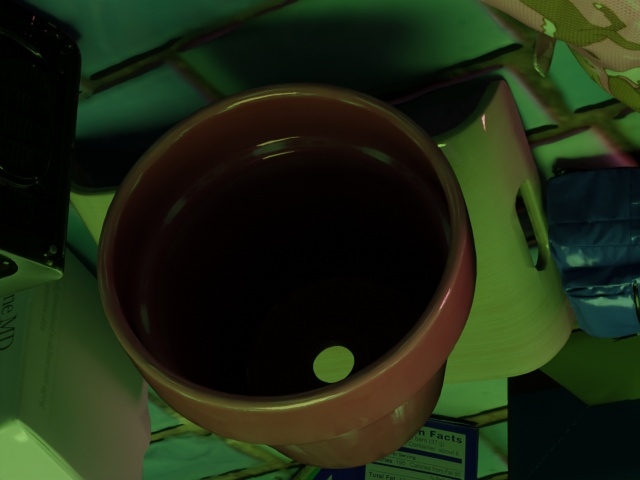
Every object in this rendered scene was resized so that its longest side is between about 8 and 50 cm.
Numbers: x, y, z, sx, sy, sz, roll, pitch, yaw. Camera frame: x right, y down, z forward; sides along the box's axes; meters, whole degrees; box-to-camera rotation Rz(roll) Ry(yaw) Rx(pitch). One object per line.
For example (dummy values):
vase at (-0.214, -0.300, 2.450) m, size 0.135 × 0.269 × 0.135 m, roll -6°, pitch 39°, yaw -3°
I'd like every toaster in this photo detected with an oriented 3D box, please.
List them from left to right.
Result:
toaster at (-0.230, -0.069, 0.887) m, size 0.110 × 0.186 × 0.168 m, roll -22°, pitch 147°, yaw 40°

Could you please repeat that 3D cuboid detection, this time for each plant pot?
plant pot at (-0.004, 0.039, 0.902) m, size 0.201 × 0.201 × 0.180 m, roll -3°, pitch 151°, yaw 13°

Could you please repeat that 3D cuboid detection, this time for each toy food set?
toy food set at (0.000, 0.000, 1.054) m, size 0.306 × 0.092 × 0.220 m, roll -8°, pitch 134°, yaw 17°

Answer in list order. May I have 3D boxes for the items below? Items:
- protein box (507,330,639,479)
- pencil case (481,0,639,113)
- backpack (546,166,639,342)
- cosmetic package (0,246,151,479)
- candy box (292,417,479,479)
protein box at (0.274, 0.165, 1.216) m, size 0.199 × 0.136 × 0.201 m, roll -14°, pitch 144°, yaw 27°
pencil case at (0.044, -0.184, 0.674) m, size 0.386 × 0.160 × 0.167 m, roll 22°, pitch 113°, yaw -26°
backpack at (0.214, 0.008, 1.009) m, size 0.120 × 0.101 × 0.098 m, roll -8°, pitch 152°, yaw 18°
cosmetic package at (-0.316, 0.161, 1.154) m, size 0.365 × 0.197 × 0.155 m, roll -24°, pitch 130°, yaw 17°
candy box at (0.030, 0.339, 1.357) m, size 0.122 × 0.317 × 0.268 m, roll 15°, pitch 146°, yaw -13°
